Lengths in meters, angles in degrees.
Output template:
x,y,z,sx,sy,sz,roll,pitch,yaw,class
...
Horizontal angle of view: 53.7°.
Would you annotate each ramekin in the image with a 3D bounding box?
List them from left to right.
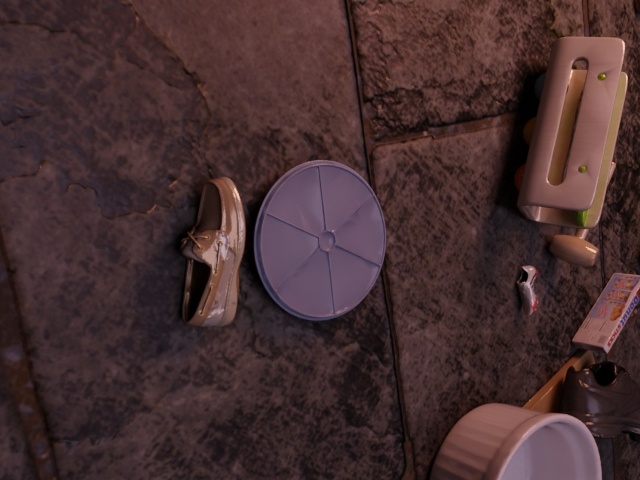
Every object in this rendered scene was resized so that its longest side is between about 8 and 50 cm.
x,y,z,sx,sy,sz,roll,pitch,yaw,class
0.294,0.387,0.972,0.277,0.135,0.276,-3,95,-35,ramekin

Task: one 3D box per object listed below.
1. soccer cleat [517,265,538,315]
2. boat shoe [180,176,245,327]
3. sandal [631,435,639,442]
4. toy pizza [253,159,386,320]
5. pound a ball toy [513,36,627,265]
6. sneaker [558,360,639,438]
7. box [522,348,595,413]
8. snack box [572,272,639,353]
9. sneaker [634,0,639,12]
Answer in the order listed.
x,y,z,sx,sy,sz,roll,pitch,yaw,class
0.340,0.082,1.047,0.036,0.029,0.083,8,86,-27,soccer cleat
-0.123,0.014,0.691,0.059,0.063,0.169,-2,95,-41,boat shoe
0.707,0.350,1.317,0.179,0.040,0.067,-46,117,-23,sandal
0.000,0.000,0.796,0.201,0.032,0.201,-2,94,-35,toy pizza
0.401,-0.136,1.030,0.208,0.136,0.318,25,78,-60,pound a ball toy
0.533,0.282,1.129,0.287,0.109,0.130,11,81,-37,sneaker
0.446,0.311,1.142,0.201,0.021,0.164,-32,111,-29,box
0.535,0.130,1.164,0.178,0.064,0.022,-48,116,-22,snack box
0.622,-0.494,1.189,0.067,0.042,0.118,-22,114,-28,sneaker
